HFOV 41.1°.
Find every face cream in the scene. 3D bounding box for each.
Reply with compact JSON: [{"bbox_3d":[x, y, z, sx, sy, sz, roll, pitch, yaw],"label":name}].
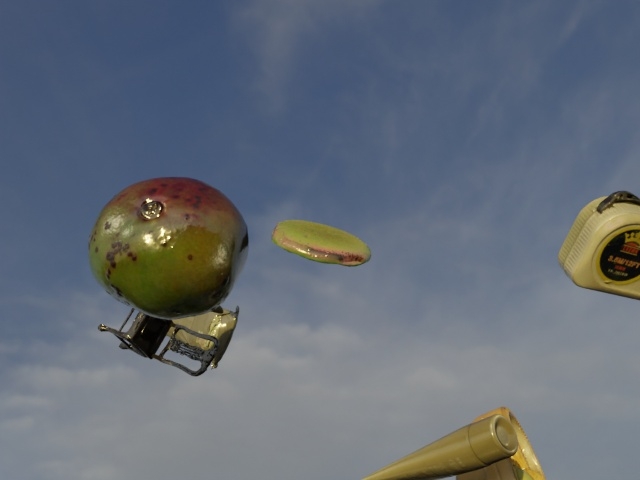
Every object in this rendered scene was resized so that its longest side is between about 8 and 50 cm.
[{"bbox_3d":[0.225,0.433,1.672,0.137,0.084,0.341,15,-38,-43],"label":"face cream"}]

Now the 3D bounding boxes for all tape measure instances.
[{"bbox_3d":[0.703,0.008,1.953,0.271,0.133,0.231,15,-65,-16],"label":"tape measure"}]

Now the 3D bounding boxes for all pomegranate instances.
[{"bbox_3d":[-0.285,0.043,1.596,0.291,0.290,0.323,1,-49,-16],"label":"pomegranate"}]

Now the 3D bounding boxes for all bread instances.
[{"bbox_3d":[0.000,0.000,1.823,0.229,0.228,0.033,6,-70,-24],"label":"bread"}]

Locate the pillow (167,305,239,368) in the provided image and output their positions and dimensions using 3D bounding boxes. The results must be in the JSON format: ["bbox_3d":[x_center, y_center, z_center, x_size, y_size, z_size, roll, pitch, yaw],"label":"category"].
[{"bbox_3d":[-0.317,0.206,2.141,0.255,0.169,0.059,20,-1,38],"label":"pillow"}]

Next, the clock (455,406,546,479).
[{"bbox_3d":[0.399,0.519,1.860,0.200,0.317,0.244,-23,-59,14],"label":"clock"}]

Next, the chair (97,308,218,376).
[{"bbox_3d":[-0.346,0.202,1.850,0.229,0.106,0.113,14,-27,27],"label":"chair"}]
